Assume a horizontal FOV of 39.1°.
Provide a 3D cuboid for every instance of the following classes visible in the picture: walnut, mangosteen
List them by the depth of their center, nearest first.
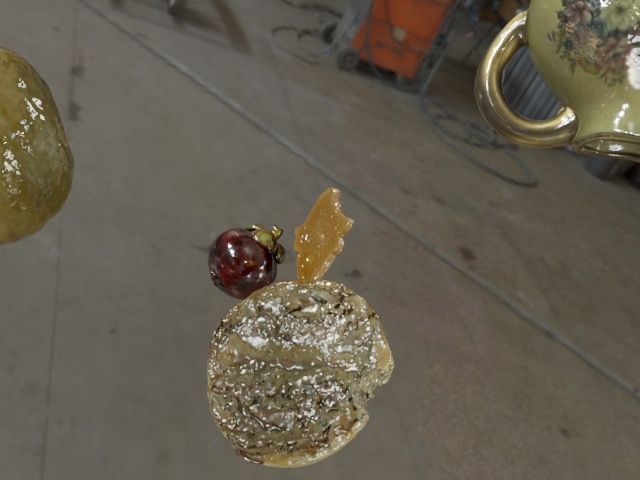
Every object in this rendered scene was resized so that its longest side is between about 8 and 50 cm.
[{"bbox_3d":[-0.464,-0.127,1.221,0.227,0.282,0.283,31,25,30],"label":"walnut"},{"bbox_3d":[-0.160,0.041,2.040,0.200,0.199,0.200,23,28,-13],"label":"mangosteen"}]

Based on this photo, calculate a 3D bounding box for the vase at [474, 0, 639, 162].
[{"bbox_3d":[0.385,-0.239,1.283,0.241,0.329,0.302,13,66,-71],"label":"vase"}]

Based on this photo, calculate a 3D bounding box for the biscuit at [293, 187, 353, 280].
[{"bbox_3d":[0.000,0.000,2.014,0.035,0.250,0.162,31,-21,-38],"label":"biscuit"}]

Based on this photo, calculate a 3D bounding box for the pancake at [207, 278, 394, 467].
[{"bbox_3d":[-0.044,0.240,1.667,0.382,0.382,0.071,53,0,37],"label":"pancake"}]
